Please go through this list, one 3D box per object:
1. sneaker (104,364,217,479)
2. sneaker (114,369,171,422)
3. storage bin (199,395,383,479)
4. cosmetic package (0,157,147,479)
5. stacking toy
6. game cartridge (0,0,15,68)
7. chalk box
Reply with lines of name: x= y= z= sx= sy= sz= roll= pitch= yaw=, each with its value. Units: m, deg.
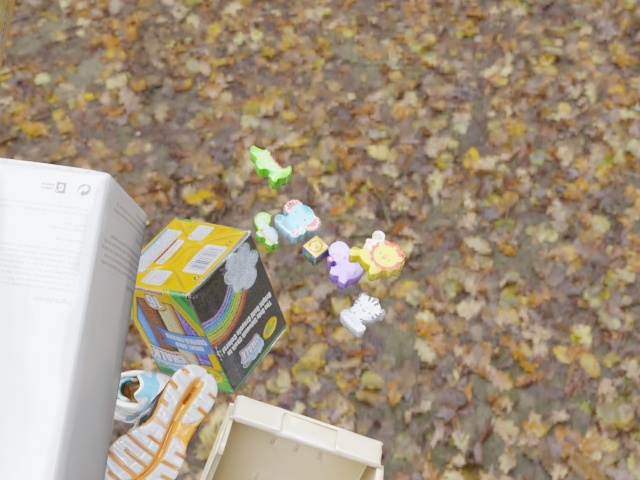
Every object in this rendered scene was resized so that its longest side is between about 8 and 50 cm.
sneaker: x=-0.205 y=0.252 z=1.107 sx=0.084 sy=0.083 sz=0.215 roll=43 pitch=52 yaw=-4
sneaker: x=-0.327 y=0.265 z=1.570 sx=0.092 sy=0.229 sz=0.087 roll=24 pitch=62 yaw=-33
storage bin: x=-0.060 y=0.406 z=1.449 sx=0.262 sy=0.260 sz=0.123 roll=19 pitch=34 yaw=-4
cosmetic package: x=-0.297 y=0.118 z=0.942 sx=0.155 sy=0.197 sz=0.365 roll=8 pitch=78 yaw=2
stacking toy: x=0.000 y=0.000 z=1.055 sx=0.052 sy=0.167 sz=0.221 roll=-39 pitch=70 yaw=-23
game cartridge: x=-0.428 y=-0.197 z=1.098 sx=0.053 sy=0.285 sz=0.323 roll=9 pitch=86 yaw=-16
chalk box: x=-0.192 y=0.133 z=1.554 sx=0.179 sy=0.289 sz=0.180 roll=10 pitch=43 yaw=34
